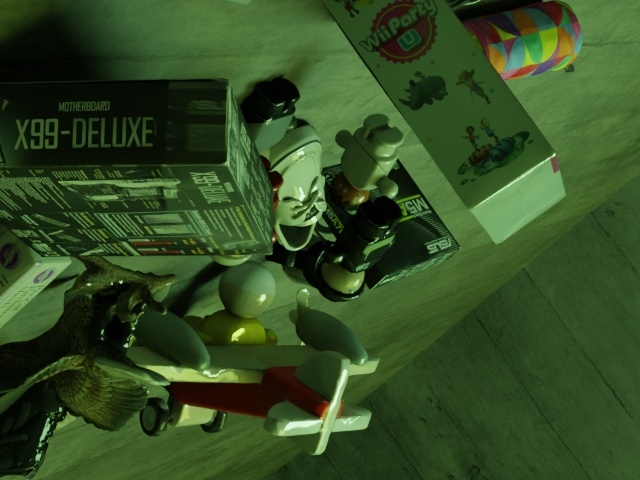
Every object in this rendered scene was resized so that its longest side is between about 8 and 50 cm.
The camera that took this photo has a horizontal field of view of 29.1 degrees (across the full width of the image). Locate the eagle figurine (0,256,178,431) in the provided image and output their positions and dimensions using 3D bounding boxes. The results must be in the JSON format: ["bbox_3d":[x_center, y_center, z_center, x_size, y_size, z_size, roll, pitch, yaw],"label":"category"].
[{"bbox_3d":[-0.302,0.133,1.468,0.298,0.226,0.225,-46,-178,22],"label":"eagle figurine"}]

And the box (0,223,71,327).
[{"bbox_3d":[-0.408,0.096,1.347,0.324,0.063,0.067,-40,166,20],"label":"box"}]

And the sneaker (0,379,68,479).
[{"bbox_3d":[-0.417,0.275,1.776,0.283,0.124,0.107,-33,166,-8],"label":"sneaker"}]

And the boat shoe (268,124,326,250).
[{"bbox_3d":[-0.034,-0.060,1.614,0.096,0.088,0.267,-29,165,-20],"label":"boat shoe"}]

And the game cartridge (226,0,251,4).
[{"bbox_3d":[-0.011,-0.306,0.960,0.294,0.060,0.196,-41,167,23],"label":"game cartridge"}]

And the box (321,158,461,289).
[{"bbox_3d":[0.090,-0.032,1.780,0.191,0.184,0.045,-16,156,-47],"label":"box"}]

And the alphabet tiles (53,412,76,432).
[{"bbox_3d":[-0.516,0.335,1.980,0.237,0.009,0.198,-33,166,-8],"label":"alphabet tiles"}]

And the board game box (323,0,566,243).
[{"bbox_3d":[0.110,-0.156,1.194,0.097,0.303,0.224,-36,166,6],"label":"board game box"}]

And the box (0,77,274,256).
[{"bbox_3d":[-0.178,-0.055,1.108,0.242,0.076,0.307,-1,166,5],"label":"box"}]

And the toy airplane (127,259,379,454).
[{"bbox_3d":[-0.099,0.165,1.811,0.384,0.272,0.386,2,177,1],"label":"toy airplane"}]

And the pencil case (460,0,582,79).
[{"bbox_3d":[0.246,-0.251,1.605,0.236,0.104,0.104,-18,158,-44],"label":"pencil case"}]

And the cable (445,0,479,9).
[{"bbox_3d":[0.184,-0.315,1.384,0.184,0.047,0.150,-23,167,-44],"label":"cable"}]

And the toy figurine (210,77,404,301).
[{"bbox_3d":[-0.017,-0.054,1.380,0.213,0.209,0.148,16,136,-12],"label":"toy figurine"}]

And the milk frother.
[{"bbox_3d":[0.000,0.000,1.886,0.143,0.129,0.135,-61,-155,-6],"label":"milk frother"}]
